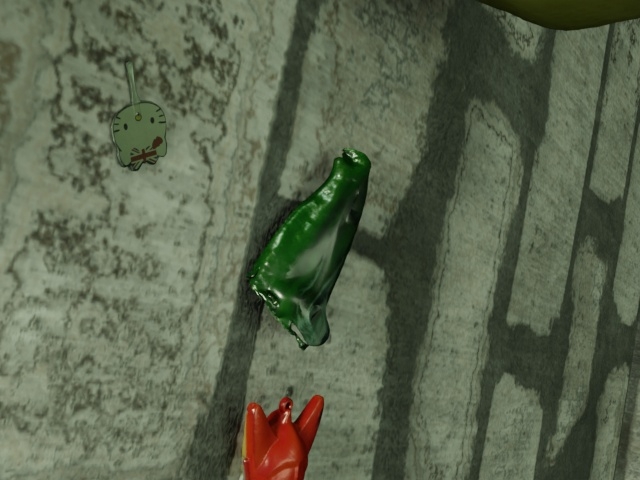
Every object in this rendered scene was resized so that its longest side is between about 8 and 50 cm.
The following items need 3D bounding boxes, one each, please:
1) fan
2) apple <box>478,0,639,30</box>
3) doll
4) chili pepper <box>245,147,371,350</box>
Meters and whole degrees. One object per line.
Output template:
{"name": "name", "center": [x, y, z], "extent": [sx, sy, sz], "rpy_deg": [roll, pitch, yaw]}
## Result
{"name": "fan", "center": [-0.142, -0.097, 0.601], "extent": [0.056, 0.004, 0.083], "rpy_deg": [-29, 120, -48]}
{"name": "apple", "center": [0.262, -0.430, 0.750], "extent": [0.473, 0.473, 0.474], "rpy_deg": [-14, 107, -53]}
{"name": "doll", "center": [-0.046, 0.236, 0.753], "extent": [0.109, 0.057, 0.169], "rpy_deg": [8, 88, -52]}
{"name": "chili pepper", "center": [-0.003, 0.000, 0.772], "extent": [0.108, 0.062, 0.216], "rpy_deg": [45, 58, -49]}
